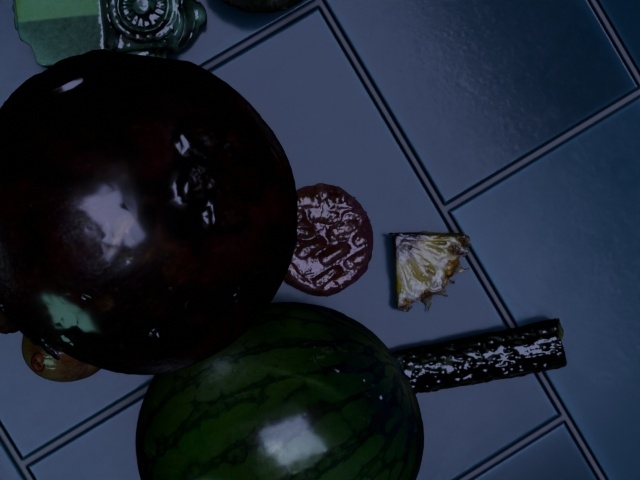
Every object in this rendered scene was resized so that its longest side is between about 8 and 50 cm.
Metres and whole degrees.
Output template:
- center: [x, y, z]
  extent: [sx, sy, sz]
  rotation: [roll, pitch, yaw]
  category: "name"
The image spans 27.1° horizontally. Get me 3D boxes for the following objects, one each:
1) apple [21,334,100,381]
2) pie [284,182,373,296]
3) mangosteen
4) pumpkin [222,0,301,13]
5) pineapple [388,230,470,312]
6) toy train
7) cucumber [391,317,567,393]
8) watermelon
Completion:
- center: [-0.326, 0.121, 1.725]
  extent: [0.102, 0.126, 0.126]
  rotation: [22, 87, 34]
  category: "apple"
- center: [0.000, 0.000, 1.799]
  extent: [0.154, 0.036, 0.154]
  rotation: [0, 88, -5]
  category: "pie"
- center: [-0.241, -0.034, 1.510]
  extent: [0.421, 0.381, 0.380]
  rotation: [2, 89, 26]
  category: "mangosteen"
- center: [-0.076, -0.376, 1.749]
  extent: [0.167, 0.125, 0.167]
  rotation: [3, 57, -5]
  category: "pumpkin"
- center: [0.135, 0.029, 1.795]
  extent: [0.116, 0.069, 0.137]
  rotation: [41, 88, -5]
  category: "pineapple"
- center: [-0.279, -0.349, 1.722]
  extent: [0.238, 0.167, 0.299]
  rotation: [-4, 89, 5]
  category: "toy train"
- center: [0.191, 0.163, 1.799]
  extent: [0.300, 0.072, 0.072]
  rotation: [-10, 90, -3]
  category: "cucumber"
- center: [-0.049, 0.241, 1.645]
  extent: [0.363, 0.363, 0.363]
  rotation: [0, 89, -6]
  category: "watermelon"
